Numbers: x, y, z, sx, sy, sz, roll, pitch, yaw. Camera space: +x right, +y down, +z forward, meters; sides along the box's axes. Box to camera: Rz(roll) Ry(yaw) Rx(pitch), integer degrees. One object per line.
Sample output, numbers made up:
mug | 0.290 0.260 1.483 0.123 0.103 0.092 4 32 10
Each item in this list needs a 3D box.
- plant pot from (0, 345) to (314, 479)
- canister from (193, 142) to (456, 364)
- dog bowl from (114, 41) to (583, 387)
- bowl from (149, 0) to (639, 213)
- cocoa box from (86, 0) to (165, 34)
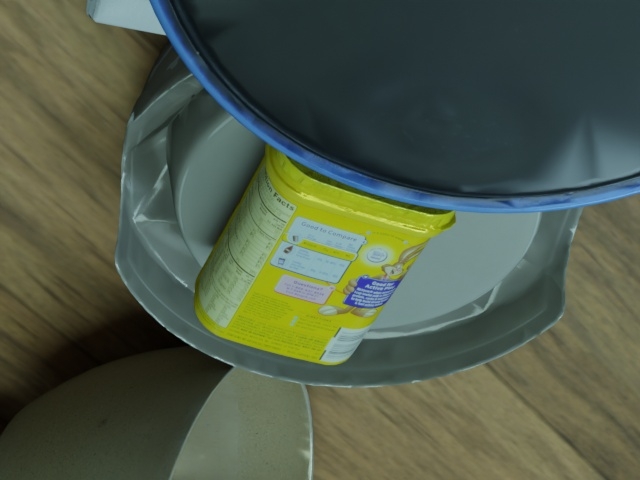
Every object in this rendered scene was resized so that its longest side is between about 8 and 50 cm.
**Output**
plant pot | -0.149 0.208 1.517 0.191 0.284 0.284 9 141 22
canister | 0.000 0.000 1.267 0.126 0.073 0.170 16 136 -16
dog bowl | 0.026 -0.046 1.344 0.348 0.102 0.349 -1 137 -1
bowl | 0.094 -0.172 0.895 0.391 0.077 0.391 -1 130 -1
cocoa box | 0.070 -0.238 1.044 0.347 0.231 0.228 9 133 -10
